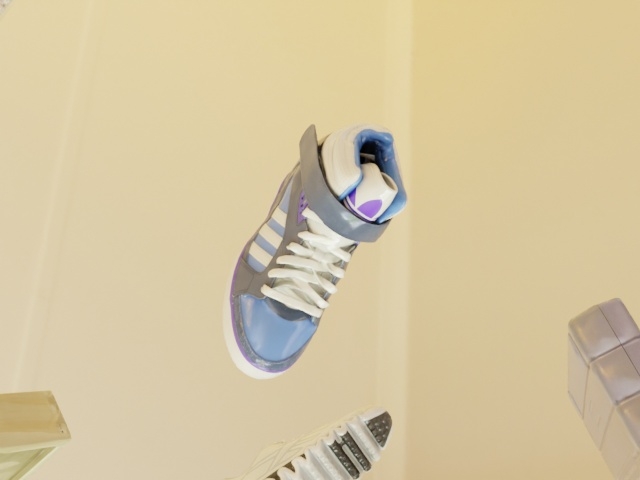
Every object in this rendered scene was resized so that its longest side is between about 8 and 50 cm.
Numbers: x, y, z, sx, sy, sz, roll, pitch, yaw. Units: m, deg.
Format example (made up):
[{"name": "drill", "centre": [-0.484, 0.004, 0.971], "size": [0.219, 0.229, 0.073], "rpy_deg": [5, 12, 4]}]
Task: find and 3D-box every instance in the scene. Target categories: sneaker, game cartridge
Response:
[{"name": "sneaker", "centre": [0.001, 0.000, 1.208], "size": [0.130, 0.236, 0.322], "rpy_deg": [28, -118, -18]}, {"name": "game cartridge", "centre": [0.295, 0.195, 0.870], "size": [0.230, 0.068, 0.355], "rpy_deg": [60, -177, 21]}, {"name": "sneaker", "centre": [-0.026, 0.329, 1.478], "size": [0.292, 0.118, 0.110], "rpy_deg": [-33, -56, -12]}]

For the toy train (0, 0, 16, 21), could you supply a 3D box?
[{"name": "toy train", "centre": [-0.110, -0.140, 0.386], "size": [0.046, 0.125, 0.166], "rpy_deg": [38, -114, -16]}]

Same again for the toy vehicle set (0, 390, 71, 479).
[{"name": "toy vehicle set", "centre": [-0.291, 0.180, 0.573], "size": [0.035, 0.267, 0.166], "rpy_deg": [58, -158, 21]}]
